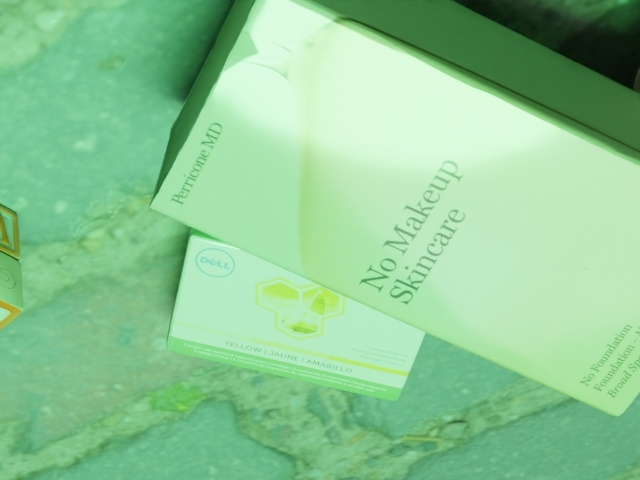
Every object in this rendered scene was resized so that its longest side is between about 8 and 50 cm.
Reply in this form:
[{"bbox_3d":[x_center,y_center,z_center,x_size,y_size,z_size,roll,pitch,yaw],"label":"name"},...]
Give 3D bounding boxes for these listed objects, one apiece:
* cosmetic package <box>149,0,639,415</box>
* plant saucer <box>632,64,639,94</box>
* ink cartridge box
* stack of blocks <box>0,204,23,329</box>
[{"bbox_3d":[0.077,-0.039,0.867,0.310,0.113,0.160,23,119,-12],"label":"cosmetic package"},{"bbox_3d":[0.352,-0.124,0.952,0.332,0.084,0.332,-7,138,-6],"label":"plant saucer"},{"bbox_3d":[0.000,0.000,0.984,0.171,0.056,0.235,13,136,-4],"label":"ink cartridge box"},{"bbox_3d":[-0.348,-0.001,0.896,0.171,0.087,0.297,-37,133,24],"label":"stack of blocks"}]
